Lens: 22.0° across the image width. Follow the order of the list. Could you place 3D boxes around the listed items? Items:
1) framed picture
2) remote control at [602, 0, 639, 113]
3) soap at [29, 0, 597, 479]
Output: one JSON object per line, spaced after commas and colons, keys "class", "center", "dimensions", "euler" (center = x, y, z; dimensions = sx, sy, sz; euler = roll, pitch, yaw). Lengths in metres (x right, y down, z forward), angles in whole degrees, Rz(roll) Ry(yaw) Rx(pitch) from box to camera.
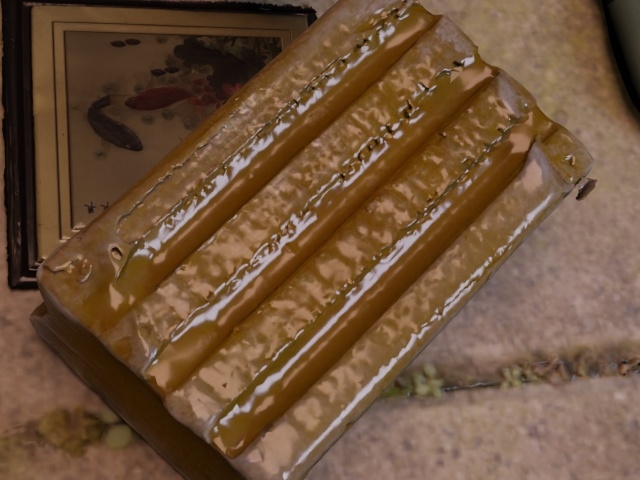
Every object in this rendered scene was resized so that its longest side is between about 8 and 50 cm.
{"class": "framed picture", "center": [-0.084, -0.060, 0.947], "dimensions": [0.195, 0.010, 0.199], "euler": [0, 63, -13]}
{"class": "remote control", "center": [0.223, -0.172, 1.060], "dimensions": [0.097, 0.045, 0.256], "euler": [-1, 61, -15]}
{"class": "soap", "center": [0.000, 0.000, 0.881], "dimensions": [0.173, 0.089, 0.274], "euler": [43, 65, 6]}
